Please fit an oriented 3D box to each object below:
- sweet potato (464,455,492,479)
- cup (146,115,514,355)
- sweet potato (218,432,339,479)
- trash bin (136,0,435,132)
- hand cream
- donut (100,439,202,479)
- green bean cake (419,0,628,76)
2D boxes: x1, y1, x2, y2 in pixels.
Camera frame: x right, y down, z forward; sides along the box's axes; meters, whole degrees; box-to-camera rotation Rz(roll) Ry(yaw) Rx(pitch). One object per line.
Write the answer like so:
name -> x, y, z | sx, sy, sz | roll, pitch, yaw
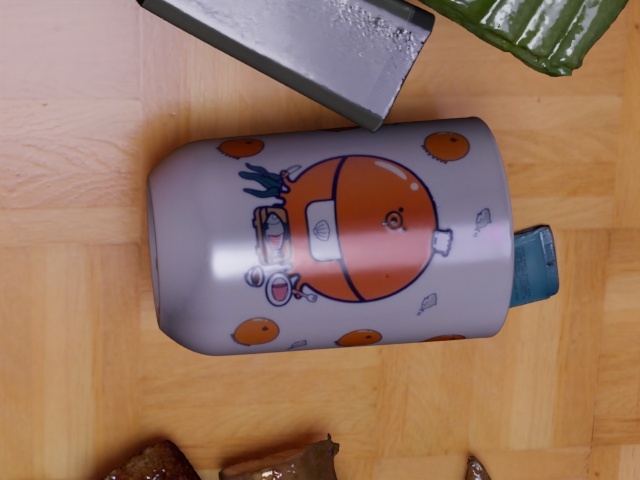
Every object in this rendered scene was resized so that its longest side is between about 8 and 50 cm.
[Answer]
sweet potato -> 0.152, 0.384, 1.593 | 0.066, 0.072, 0.314 | 6, 107, 0
cup -> 0.000, 0.000, 1.374 | 0.317, 0.212, 0.212 | -5, 107, -9
sweet potato -> 0.013, 0.367, 1.475 | 0.131, 0.131, 0.336 | -22, 87, -6
trash bin -> -0.039, -0.211, 1.330 | 0.240, 0.164, 0.122 | 25, 98, -18
hand cream -> 0.144, 0.049, 1.516 | 0.224, 0.048, 0.083 | -16, 109, -15
donut -> -0.150, 0.306, 1.472 | 0.126, 0.144, 0.186 | -38, 85, -22
green bean cake -> 0.148, -0.250, 1.316 | 0.222, 0.248, 0.125 | 25, 100, -20
